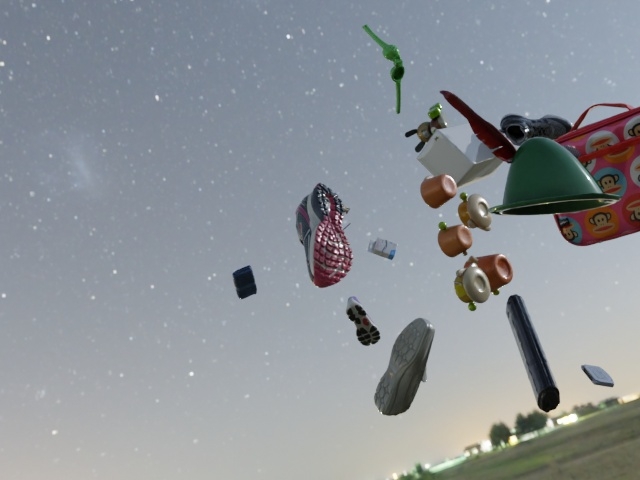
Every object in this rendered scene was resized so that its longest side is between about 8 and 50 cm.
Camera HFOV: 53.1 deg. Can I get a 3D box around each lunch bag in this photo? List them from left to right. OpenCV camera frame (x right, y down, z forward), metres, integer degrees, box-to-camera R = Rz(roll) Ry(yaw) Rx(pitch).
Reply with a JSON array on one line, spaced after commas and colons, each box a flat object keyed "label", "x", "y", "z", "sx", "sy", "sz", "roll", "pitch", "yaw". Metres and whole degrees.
[{"label": "lunch bag", "x": 0.579, "y": -0.143, "z": 1.226, "sx": 0.293, "sy": 0.258, "sz": 0.120, "roll": -21, "pitch": -5, "yaw": 37}]

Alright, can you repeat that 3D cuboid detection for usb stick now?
[{"label": "usb stick", "x": 0.434, "y": 0.225, "z": 1.321, "sx": 0.045, "sy": 0.278, "sz": 0.077, "roll": -12, "pitch": -53, "yaw": 9}]

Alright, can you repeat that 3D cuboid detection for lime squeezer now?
[{"label": "lime squeezer", "x": 0.225, "y": -0.568, "z": 2.095, "sx": 0.109, "sy": 0.311, "sz": 0.058, "roll": -11, "pitch": 17, "yaw": 46}]

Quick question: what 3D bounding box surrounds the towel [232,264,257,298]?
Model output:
[{"label": "towel", "x": -0.235, "y": 0.130, "z": 1.981, "sx": 0.067, "sy": 0.029, "sz": 0.120, "roll": -21, "pitch": -41, "yaw": -14}]

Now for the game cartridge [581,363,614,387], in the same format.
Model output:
[{"label": "game cartridge", "x": 0.681, "y": 0.332, "z": 1.568, "sx": 0.055, "sy": 0.017, "sz": 0.083, "roll": 6, "pitch": 18, "yaw": -3}]

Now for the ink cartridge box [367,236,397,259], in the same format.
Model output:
[{"label": "ink cartridge box", "x": 0.192, "y": 0.022, "z": 1.986, "sx": 0.083, "sy": 0.048, "sz": 0.028, "roll": 19, "pitch": -32, "yaw": -2}]

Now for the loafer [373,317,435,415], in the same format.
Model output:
[{"label": "loafer", "x": 0.256, "y": 0.362, "z": 1.830, "sx": 0.111, "sy": 0.112, "sz": 0.320, "roll": 10, "pitch": -65, "yaw": -27}]

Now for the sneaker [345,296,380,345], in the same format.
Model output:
[{"label": "sneaker", "x": 0.125, "y": 0.230, "z": 1.847, "sx": 0.068, "sy": 0.071, "sz": 0.170, "roll": -19, "pitch": -64, "yaw": 9}]

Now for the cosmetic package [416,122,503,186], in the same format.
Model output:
[{"label": "cosmetic package", "x": 0.556, "y": -0.329, "z": 2.435, "sx": 0.365, "sy": 0.197, "sz": 0.155, "roll": -20, "pitch": -27, "yaw": -47}]

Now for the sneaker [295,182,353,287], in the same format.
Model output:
[{"label": "sneaker", "x": 0.000, "y": 0.000, "z": 1.533, "sx": 0.120, "sy": 0.299, "sz": 0.112, "roll": 32, "pitch": -55, "yaw": -28}]

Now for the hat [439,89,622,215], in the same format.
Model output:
[{"label": "hat", "x": 0.310, "y": -0.135, "z": 0.900, "sx": 0.208, "sy": 0.184, "sz": 0.173, "roll": -1, "pitch": -6, "yaw": -34}]

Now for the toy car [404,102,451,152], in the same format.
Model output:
[{"label": "toy car", "x": 0.450, "y": -0.451, "z": 2.662, "sx": 0.188, "sy": 0.155, "sz": 0.149, "roll": -29, "pitch": 14, "yaw": 25}]

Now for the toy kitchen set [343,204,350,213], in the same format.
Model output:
[{"label": "toy kitchen set", "x": 0.071, "y": -0.109, "z": 2.541, "sx": 0.068, "sy": 0.083, "sz": 0.075, "roll": 12, "pitch": -71, "yaw": -51}]

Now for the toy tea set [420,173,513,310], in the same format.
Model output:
[{"label": "toy tea set", "x": 0.328, "y": 0.001, "z": 1.524, "sx": 0.199, "sy": 0.336, "sz": 0.124, "roll": -9, "pitch": -12, "yaw": -39}]

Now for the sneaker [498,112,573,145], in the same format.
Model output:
[{"label": "sneaker", "x": 0.799, "y": -0.405, "z": 2.389, "sx": 0.268, "sy": 0.101, "sz": 0.153, "roll": 10, "pitch": 31, "yaw": 20}]
